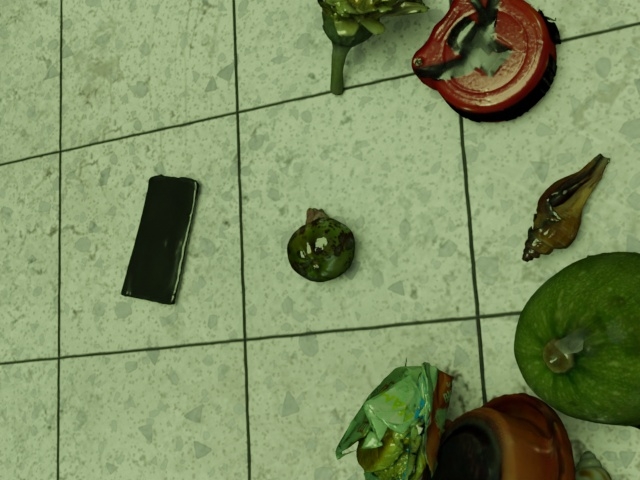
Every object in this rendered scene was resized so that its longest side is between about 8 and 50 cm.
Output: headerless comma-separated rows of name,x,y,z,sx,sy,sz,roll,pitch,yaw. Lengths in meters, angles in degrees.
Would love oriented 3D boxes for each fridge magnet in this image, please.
fridge magnet,0.278,0.421,1.466,0.363,0.155,0.363,-55,22,36

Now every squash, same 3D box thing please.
squash,0.445,0.143,1.427,0.310,0.309,0.310,-6,77,25

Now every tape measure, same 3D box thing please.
tape measure,0.318,-0.352,1.685,0.260,0.114,0.253,41,100,26

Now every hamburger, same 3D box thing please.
hamburger,0.113,0.330,1.575,0.150,0.260,0.276,20,87,-10

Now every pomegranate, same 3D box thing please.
pomegranate,-0.007,0.001,1.776,0.138,0.125,0.163,-37,66,30

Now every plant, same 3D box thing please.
plant,0.039,-0.464,1.770,0.261,0.306,0.297,49,134,-3

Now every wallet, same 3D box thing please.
wallet,-0.353,-0.004,2.001,0.146,0.030,0.285,9,84,30

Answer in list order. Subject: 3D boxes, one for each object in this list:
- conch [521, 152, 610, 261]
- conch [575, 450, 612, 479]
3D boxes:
conch,0.427,-0.057,1.603,0.080,0.086,0.232,-5,59,65
conch,0.445,0.479,1.459,0.183,0.149,0.274,12,76,-9
